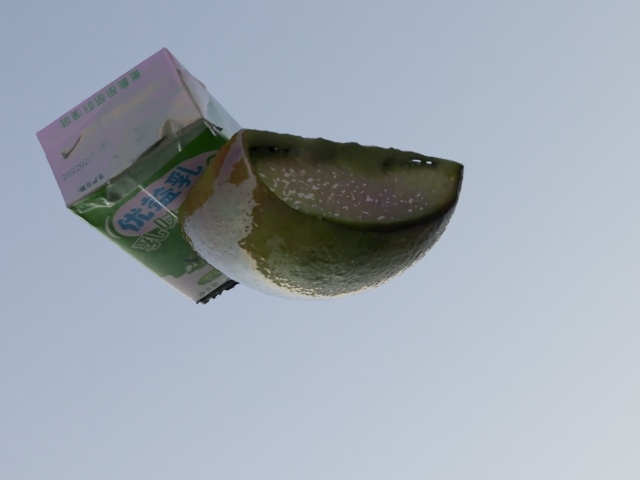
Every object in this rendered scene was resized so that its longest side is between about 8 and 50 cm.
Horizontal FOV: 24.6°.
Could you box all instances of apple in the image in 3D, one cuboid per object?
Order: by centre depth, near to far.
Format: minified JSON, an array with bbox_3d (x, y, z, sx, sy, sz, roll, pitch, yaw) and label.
[{"bbox_3d":[0.000,0.000,1.397,0.265,0.120,0.193,8,-44,-29],"label":"apple"}]

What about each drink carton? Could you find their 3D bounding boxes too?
[{"bbox_3d":[-0.135,-0.056,1.454,0.161,0.108,0.271,-33,-31,7],"label":"drink carton"}]
